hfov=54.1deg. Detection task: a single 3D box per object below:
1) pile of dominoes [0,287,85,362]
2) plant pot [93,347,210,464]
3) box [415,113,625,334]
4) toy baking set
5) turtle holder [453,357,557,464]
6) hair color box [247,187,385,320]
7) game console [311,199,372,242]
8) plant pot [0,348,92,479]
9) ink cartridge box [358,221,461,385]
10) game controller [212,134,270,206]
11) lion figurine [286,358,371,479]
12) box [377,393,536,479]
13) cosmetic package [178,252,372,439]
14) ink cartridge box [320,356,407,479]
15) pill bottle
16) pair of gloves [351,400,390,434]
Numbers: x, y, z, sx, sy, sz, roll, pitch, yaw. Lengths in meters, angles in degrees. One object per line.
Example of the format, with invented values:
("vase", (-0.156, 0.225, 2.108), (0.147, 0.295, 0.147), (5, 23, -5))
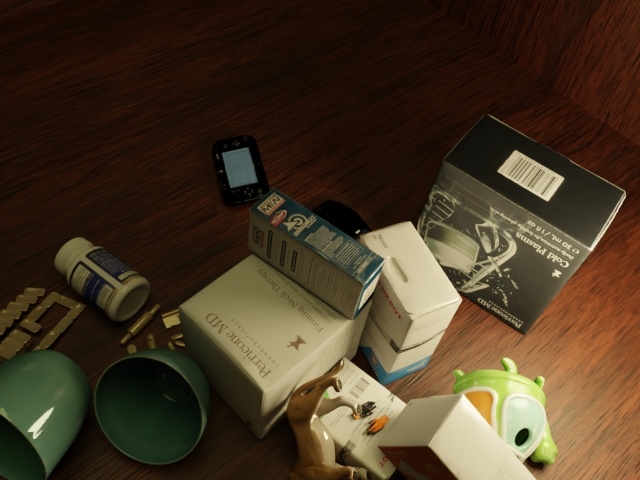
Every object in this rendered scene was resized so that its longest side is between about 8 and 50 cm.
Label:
("pile of dominoes", (-0.837, 0.247, 1.814), (0.196, 0.040, 0.251), (23, 45, 10))
("plant pot", (-0.403, 0.398, 1.628), (0.290, 0.290, 0.195), (21, 16, 8))
("box", (0.578, -0.043, 1.958), (0.480, 0.472, 0.297), (34, 57, 17))
("toy baking set", (-0.475, 0.298, 1.817), (0.196, 0.030, 0.256), (34, 55, 17))
("turtle holder", (0.494, 0.493, 1.710), (0.243, 0.320, 0.227), (-9, 47, 25))
("hair color box", (-0.019, 0.033, 1.585), (0.347, 0.174, 0.105), (33, 55, 16))
("game console", (0.000, 0.000, 2.112), (0.361, 0.044, 0.213), (-35, 63, -30))
("plant pot", (-0.714, 0.410, 1.547), (0.293, 0.293, 0.235), (24, 40, 10))
("ink cartridge box", (0.211, 0.184, 1.777), (0.166, 0.395, 0.285), (-17, 58, -20))
("game controller", (-0.288, -0.253, 2.246), (0.166, 0.067, 0.319), (-8, 54, -14))
("lion figurine", (-0.016, 0.506, 1.568), (0.240, 0.142, 0.392), (-14, 71, 28))
("box", (0.347, 0.564, 1.537), (0.345, 0.215, 0.168), (50, 57, -6))
("cosmetic package", (-0.123, 0.252, 1.719), (0.329, 0.327, 0.393), (41, 59, 21))
("ink cartridge box", (0.107, 0.495, 1.695), (0.289, 0.121, 0.211), (36, 56, 18))
("pill bottle", (-0.649, 0.111, 1.858), (0.264, 0.153, 0.153), (34, 55, 16))
("pair of gloves", (0.131, 0.463, 1.639), (0.074, 0.010, 0.083), (-30, 60, -26))
